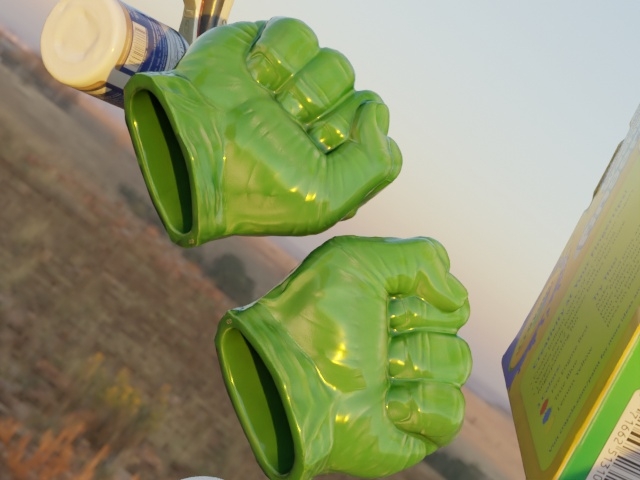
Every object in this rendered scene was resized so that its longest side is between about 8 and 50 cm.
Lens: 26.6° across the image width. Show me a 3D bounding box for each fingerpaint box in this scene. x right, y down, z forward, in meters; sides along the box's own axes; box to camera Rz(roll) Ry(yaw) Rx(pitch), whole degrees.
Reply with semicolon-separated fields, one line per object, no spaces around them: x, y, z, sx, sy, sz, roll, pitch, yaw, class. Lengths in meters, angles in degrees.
0.330;0.002;1.120;0.163;0.444;0.371;25;12;-2;fingerpaint box

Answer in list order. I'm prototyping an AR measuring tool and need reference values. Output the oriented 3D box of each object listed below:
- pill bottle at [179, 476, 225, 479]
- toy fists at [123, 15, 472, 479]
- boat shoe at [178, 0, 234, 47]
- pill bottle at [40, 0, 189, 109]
-0.076;0.276;0.995;0.131;0.131;0.229;38;9;-24;pill bottle
0.000;0.000;0.783;0.096;0.142;0.279;-36;-105;60;toy fists
-0.088;-0.163;1.058;0.043;0.137;0.049;2;14;-27;boat shoe
-0.130;-0.124;0.928;0.067;0.067;0.120;38;9;29;pill bottle
